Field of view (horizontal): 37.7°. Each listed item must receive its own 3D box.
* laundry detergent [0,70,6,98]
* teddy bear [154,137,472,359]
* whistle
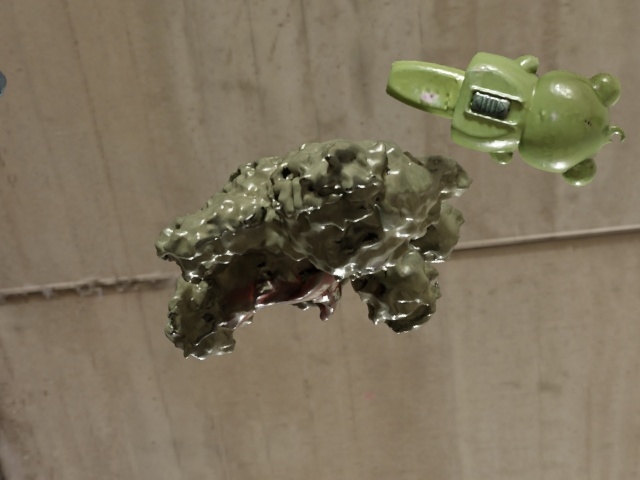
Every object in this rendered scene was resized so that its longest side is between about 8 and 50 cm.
[{"bbox_3d":[-0.347,-0.182,0.847,0.061,0.097,0.206,33,-31,38],"label":"laundry detergent"},{"bbox_3d":[0.000,0.000,1.036,0.367,0.357,0.224,142,-58,-74],"label":"teddy bear"},{"bbox_3d":[0.169,-0.123,0.872,0.085,0.227,0.105,-19,124,-66],"label":"whistle"}]
